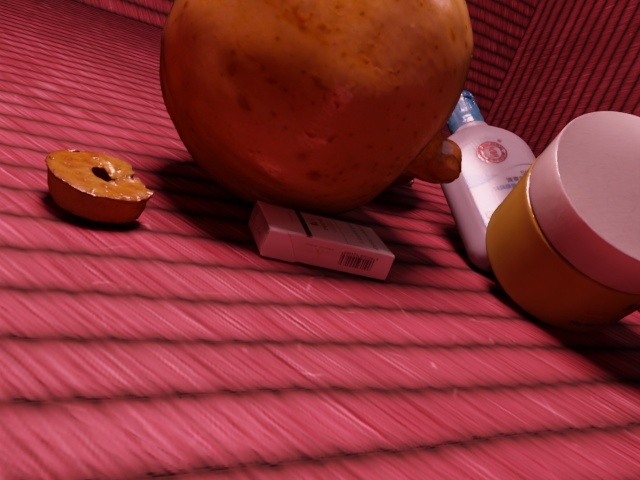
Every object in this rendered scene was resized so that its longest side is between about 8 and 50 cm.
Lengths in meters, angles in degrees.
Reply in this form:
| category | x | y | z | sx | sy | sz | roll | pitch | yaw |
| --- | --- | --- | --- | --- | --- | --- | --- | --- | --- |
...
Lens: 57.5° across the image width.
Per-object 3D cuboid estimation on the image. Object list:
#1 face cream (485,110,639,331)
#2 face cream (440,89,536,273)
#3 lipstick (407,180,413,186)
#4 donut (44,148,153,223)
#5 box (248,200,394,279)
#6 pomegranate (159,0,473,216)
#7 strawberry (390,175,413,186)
| category | x | y | z | sx | sy | sz | roll | pitch | yaw |
| --- | --- | --- | --- | --- | --- | --- | --- | --- | --- |
| face cream | 0.341 | -0.018 | 0.719 | 0.218 | 0.179 | 0.218 | 6 | 59 | -10 |
| face cream | 0.269 | -0.107 | 0.930 | 0.163 | 0.080 | 0.336 | -8 | 56 | -6 |
| lipstick | 0.154 | -0.141 | 1.246 | 0.094 | 0.019 | 0.019 | 26 | 20 | 15 |
| donut | -0.224 | -0.052 | 0.580 | 0.097 | 0.043 | 0.108 | 7 | 24 | -36 |
| box | 0.000 | 0.000 | 0.674 | 0.155 | 0.040 | 0.084 | 12 | 23 | -22 |
| pomegranate | 0.014 | -0.199 | 0.726 | 0.410 | 0.409 | 0.410 | 18 | 19 | -7 |
| strawberry | 0.098 | -0.198 | 1.042 | 0.250 | 0.238 | 0.288 | -16 | 37 | -9 |
